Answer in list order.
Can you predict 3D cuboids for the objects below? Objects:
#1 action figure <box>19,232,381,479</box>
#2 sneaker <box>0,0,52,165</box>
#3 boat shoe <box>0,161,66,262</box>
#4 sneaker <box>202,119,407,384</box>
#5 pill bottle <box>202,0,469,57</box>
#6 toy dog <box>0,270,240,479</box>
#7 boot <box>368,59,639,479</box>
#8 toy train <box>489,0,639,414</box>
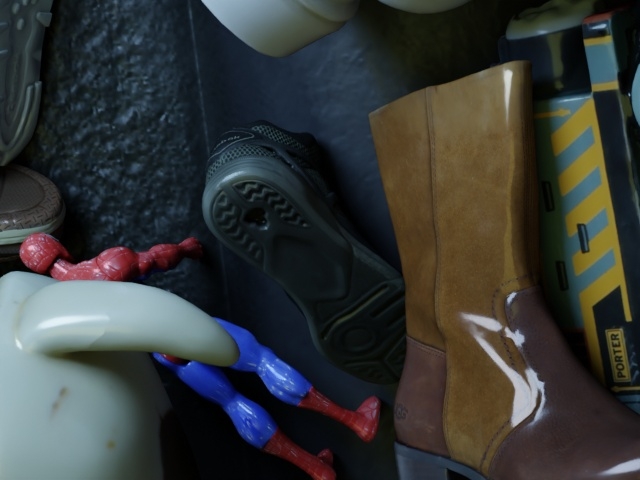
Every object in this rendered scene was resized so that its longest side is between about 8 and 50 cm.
[{"bbox_3d":[-0.094,0.060,1.294,0.280,0.139,0.091,32,111,-17],"label":"action figure"},{"bbox_3d":[-0.249,-0.169,1.275,0.095,0.090,0.235,22,109,21],"label":"sneaker"},{"bbox_3d":[-0.309,-0.004,1.345,0.257,0.095,0.095,3,129,15],"label":"boat shoe"},{"bbox_3d":[0.000,0.000,1.248,0.087,0.130,0.227,-35,120,18],"label":"sneaker"},{"bbox_3d":[0.101,-0.279,1.051,0.408,0.229,0.229,-28,95,22],"label":"pill bottle"},{"bbox_3d":[-0.141,0.213,1.220,0.395,0.284,0.408,-40,116,15],"label":"toy dog"},{"bbox_3d":[0.140,0.029,1.101,0.264,0.096,0.280,-8,84,56],"label":"boot"},{"bbox_3d":[0.215,-0.007,1.146,0.190,0.142,0.334,-6,102,30],"label":"toy train"}]
